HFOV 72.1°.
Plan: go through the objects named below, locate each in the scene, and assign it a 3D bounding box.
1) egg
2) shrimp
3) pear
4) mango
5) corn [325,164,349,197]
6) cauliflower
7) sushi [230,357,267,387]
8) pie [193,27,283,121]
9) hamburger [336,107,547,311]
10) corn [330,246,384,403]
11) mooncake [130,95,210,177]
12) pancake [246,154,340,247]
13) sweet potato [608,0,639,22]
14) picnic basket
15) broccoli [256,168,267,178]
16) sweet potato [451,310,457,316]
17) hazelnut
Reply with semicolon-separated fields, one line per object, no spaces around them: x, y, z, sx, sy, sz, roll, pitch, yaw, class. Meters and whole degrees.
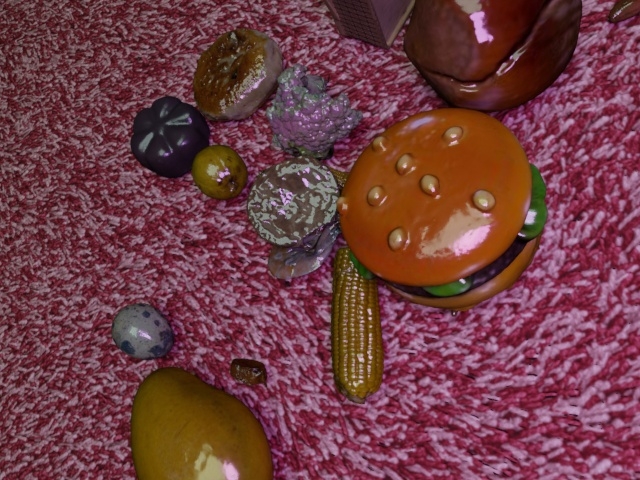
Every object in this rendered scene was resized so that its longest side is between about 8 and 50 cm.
-0.478;0.249;1.191;0.182;0.141;0.141;30;88;18;egg
0.000;0.000;1.086;0.317;0.062;0.164;-28;46;14;shrimp
-0.281;-0.190;1.228;0.149;0.149;0.162;-49;60;4;pear
-0.294;0.469;1.018;0.445;0.220;0.301;42;96;29;mango
0.035;-0.152;1.134;0.207;0.068;0.068;24;86;26;corn
-0.028;-0.352;1.162;0.256;0.239;0.315;-40;36;50;cauliflower
-0.179;0.331;1.098;0.120;0.052;0.055;5;96;20;sushi
-0.264;-0.511;1.340;0.315;0.092;0.315;-6;74;22;pie
0.241;-0.072;0.877;0.396;0.277;0.395;-14;60;26;hamburger
0.083;0.180;1.001;0.120;0.120;0.363;-5;71;20;corn
-0.462;-0.315;1.346;0.245;0.133;0.245;-4;73;13;mooncake
-0.066;-0.096;1.079;0.222;0.042;0.236;36;94;14;pancake
0.747;-0.543;0.971;0.214;0.050;0.050;-21;69;12;sweet potato
0.119;-0.684;1.109;0.175;0.313;0.228;31;89;25;picnic basket
-0.105;-0.135;1.166;0.120;0.131;0.130;-32;76;53;broccoli
0.317;0.062;0.974;0.065;0.051;0.218;19;83;22;sweet potato
0.369;-0.463;0.952;0.372;0.372;0.315;-25;29;14;hazelnut
